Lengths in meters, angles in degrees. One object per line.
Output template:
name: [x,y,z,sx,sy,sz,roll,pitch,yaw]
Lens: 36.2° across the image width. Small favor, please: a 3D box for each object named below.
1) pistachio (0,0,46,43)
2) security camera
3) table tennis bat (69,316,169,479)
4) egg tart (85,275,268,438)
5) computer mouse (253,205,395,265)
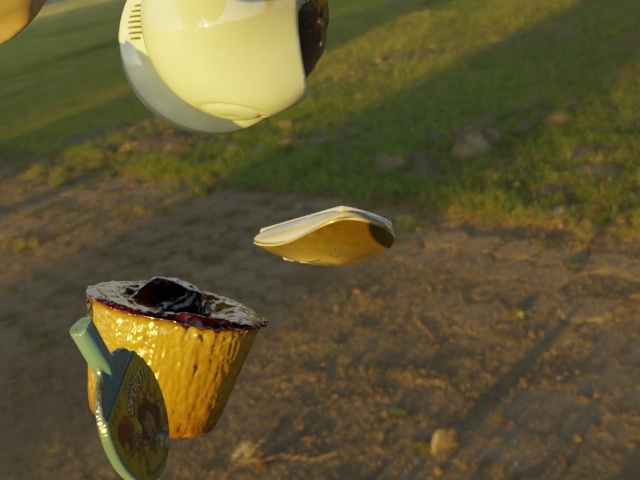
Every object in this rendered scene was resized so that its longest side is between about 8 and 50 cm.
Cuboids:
pistachio: [-0.244,-0.274,0.574,0.230,0.309,0.230,-15,28,9]
security camera: [-0.087,-0.206,0.925,0.194,0.194,0.236,-19,1,-19]
table tennis bat: [-0.154,0.123,0.763,0.019,0.155,0.100,-11,32,16]
egg tart: [-0.177,0.128,1.145,0.215,0.171,0.215,11,6,-1]
computer mouse: [0.000,0.002,1.142,0.102,0.045,0.199,18,-19,-34]
